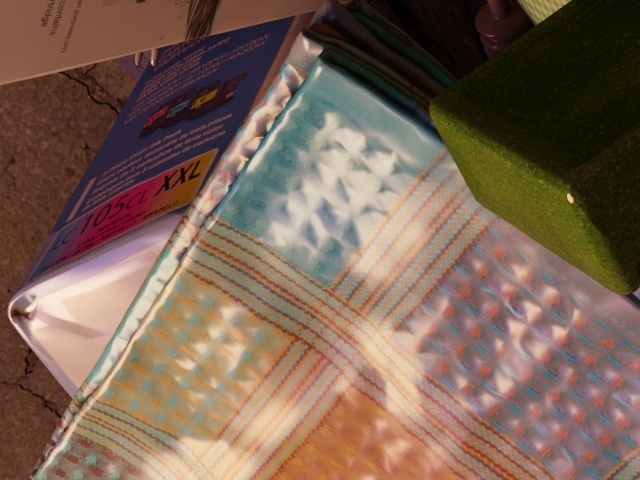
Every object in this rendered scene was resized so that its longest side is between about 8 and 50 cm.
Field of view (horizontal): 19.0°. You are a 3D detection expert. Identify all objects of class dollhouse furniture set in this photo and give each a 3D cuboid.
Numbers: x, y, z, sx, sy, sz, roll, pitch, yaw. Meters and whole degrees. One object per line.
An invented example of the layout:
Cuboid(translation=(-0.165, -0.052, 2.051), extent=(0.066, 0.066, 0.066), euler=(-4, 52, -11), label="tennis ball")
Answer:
Cuboid(translation=(0.118, -0.035, 0.718), extent=(0.197, 0.151, 0.301), euler=(56, 172, -29), label="dollhouse furniture set")

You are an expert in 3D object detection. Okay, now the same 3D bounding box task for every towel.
Cuboid(translation=(0.026, 0.092, 0.913), extent=(0.271, 0.040, 0.370), euler=(38, 132, 2), label="towel")

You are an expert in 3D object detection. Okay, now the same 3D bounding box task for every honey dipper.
Cuboid(translation=(0.080, -0.142, 0.943), extent=(0.030, 0.030, 0.161), euler=(45, 166, 43), label="honey dipper")

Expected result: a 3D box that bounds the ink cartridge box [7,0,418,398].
Cuboid(translation=(0.000, 0.000, 1.169), extent=(0.270, 0.151, 0.395), euler=(55, -149, -22), label="ink cartridge box")

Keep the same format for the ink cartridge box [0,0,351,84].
Cuboid(translation=(-0.118, -0.194, 0.929), extent=(0.197, 0.273, 0.114), euler=(49, 134, 24), label="ink cartridge box")

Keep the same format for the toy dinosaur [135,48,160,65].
Cuboid(translation=(-0.141, -0.269, 1.161), extent=(0.313, 0.160, 0.121), euler=(48, 172, 22), label="toy dinosaur")
